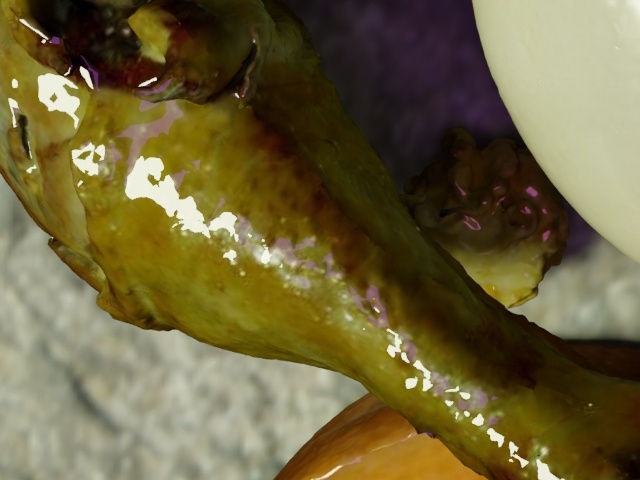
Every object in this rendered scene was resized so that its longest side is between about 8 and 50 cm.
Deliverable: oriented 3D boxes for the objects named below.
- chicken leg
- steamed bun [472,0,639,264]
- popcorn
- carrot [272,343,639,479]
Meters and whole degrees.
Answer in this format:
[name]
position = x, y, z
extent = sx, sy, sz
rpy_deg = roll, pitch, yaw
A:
[chicken leg]
position = -0.010, 0.002, 0.686
extent = 0.361, 0.211, 0.140
rpy_deg = 44, 89, 4
[steamed bun]
position = 0.211, -0.112, 0.613
extent = 0.324, 0.206, 0.324
rpy_deg = 3, 113, 6
[popcorn]
position = 0.065, -0.006, 0.762
extent = 0.083, 0.057, 0.082
rpy_deg = 18, 122, -4
[carrot]
position = 0.089, 0.174, 0.815
extent = 0.307, 0.100, 0.258
rpy_deg = -30, 109, 20
